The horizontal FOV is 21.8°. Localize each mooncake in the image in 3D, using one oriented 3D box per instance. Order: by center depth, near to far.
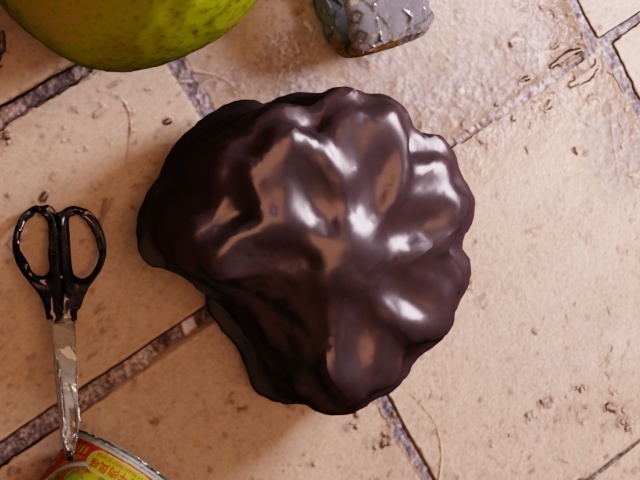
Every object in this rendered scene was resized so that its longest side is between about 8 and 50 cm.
[{"bbox_3d":[0.000,0.000,1.927,0.381,0.212,0.351,39,77,-23],"label":"mooncake"}]

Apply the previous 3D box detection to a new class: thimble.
[{"bbox_3d":[0.059,-0.301,1.996,0.117,0.127,0.151,-20,103,-18],"label":"thimble"}]

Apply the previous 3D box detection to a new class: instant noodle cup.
[{"bbox_3d":[-0.275,0.333,1.865,0.193,0.193,0.212,36,71,-17],"label":"instant noodle cup"}]

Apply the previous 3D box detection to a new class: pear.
[{"bbox_3d":[-0.199,-0.364,1.773,0.391,0.391,0.391,0,91,-21],"label":"pear"}]

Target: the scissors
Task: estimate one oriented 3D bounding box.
[{"bbox_3d":[-0.290,0.101,1.878,0.109,0.022,0.300,2,69,-21],"label":"scissors"}]

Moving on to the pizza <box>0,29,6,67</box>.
[{"bbox_3d":[-0.416,-0.159,1.863,0.185,0.052,0.195,-30,101,-14],"label":"pizza"}]
